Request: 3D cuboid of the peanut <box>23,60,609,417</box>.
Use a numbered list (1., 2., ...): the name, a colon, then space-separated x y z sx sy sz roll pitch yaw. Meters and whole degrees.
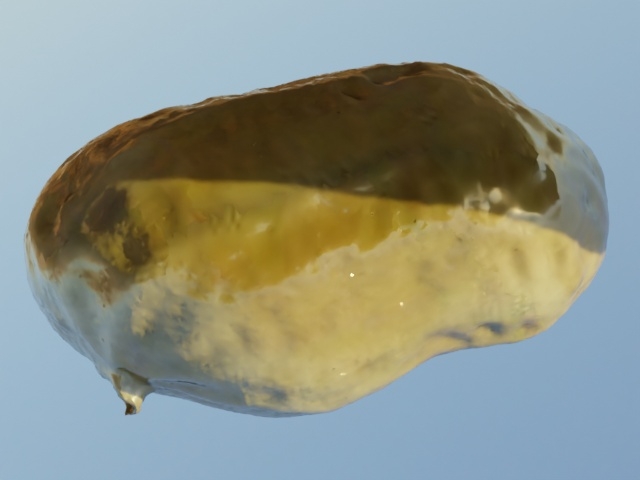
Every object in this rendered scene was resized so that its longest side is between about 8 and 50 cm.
1. peanut: 0.000 0.000 0.735 0.224 0.129 0.129 -15 -163 0
